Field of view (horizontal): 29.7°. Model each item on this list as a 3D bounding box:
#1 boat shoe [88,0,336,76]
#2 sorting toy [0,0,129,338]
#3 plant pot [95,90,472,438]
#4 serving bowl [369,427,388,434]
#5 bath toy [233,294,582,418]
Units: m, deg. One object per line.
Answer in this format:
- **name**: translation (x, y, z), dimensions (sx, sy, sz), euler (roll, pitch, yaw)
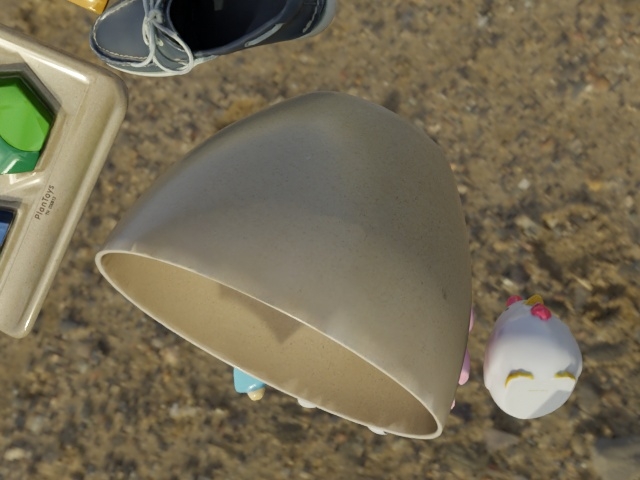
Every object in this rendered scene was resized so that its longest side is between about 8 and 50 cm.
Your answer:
- **boat shoe**: translation (-0.111, -0.194, 1.059), dimensions (0.255, 0.079, 0.095), euler (1, 96, 30)
- **sorting toy**: translation (-0.249, -0.096, 0.792), dimensions (0.041, 0.229, 0.307), euler (-90, 26, -67)
- **plant pot**: translation (0.000, 0.000, 0.914), dimensions (0.284, 0.284, 0.191), euler (11, 68, 43)
- **serving bowl**: translation (0.063, 0.188, 1.424), dimensions (0.027, 0.083, 0.083), euler (-6, 62, 14)
- **bath toy**: translation (0.087, 0.084, 1.174), dimensions (0.151, 0.348, 0.129), euler (112, 161, -44)
